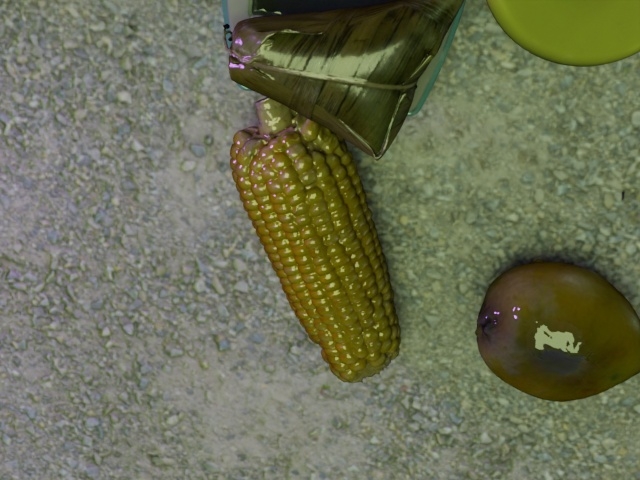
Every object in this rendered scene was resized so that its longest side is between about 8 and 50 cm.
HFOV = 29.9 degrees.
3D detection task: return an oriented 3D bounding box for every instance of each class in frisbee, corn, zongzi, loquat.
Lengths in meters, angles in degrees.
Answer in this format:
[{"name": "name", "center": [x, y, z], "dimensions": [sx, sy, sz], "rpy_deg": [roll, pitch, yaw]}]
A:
[{"name": "frisbee", "center": [0.271, -0.282, 1.172], "dimensions": [0.236, 0.017, 0.236], "rpy_deg": [-3, 115, -7]}, {"name": "corn", "center": [0.000, 0.000, 1.295], "dimensions": [0.130, 0.130, 0.347], "rpy_deg": [-14, 113, 13]}, {"name": "zongzi", "center": [0.020, -0.212, 1.164], "dimensions": [0.205, 0.094, 0.204], "rpy_deg": [27, 115, -6]}, {"name": "loquat", "center": [0.263, 0.101, 1.296], "dimensions": [0.195, 0.152, 0.152], "rpy_deg": [11, 113, -6]}]

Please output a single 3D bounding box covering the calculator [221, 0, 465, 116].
[{"name": "calculator", "center": [0.030, -0.319, 1.180], "dimensions": [0.256, 0.054, 0.386], "rpy_deg": [9, 122, 4]}]
